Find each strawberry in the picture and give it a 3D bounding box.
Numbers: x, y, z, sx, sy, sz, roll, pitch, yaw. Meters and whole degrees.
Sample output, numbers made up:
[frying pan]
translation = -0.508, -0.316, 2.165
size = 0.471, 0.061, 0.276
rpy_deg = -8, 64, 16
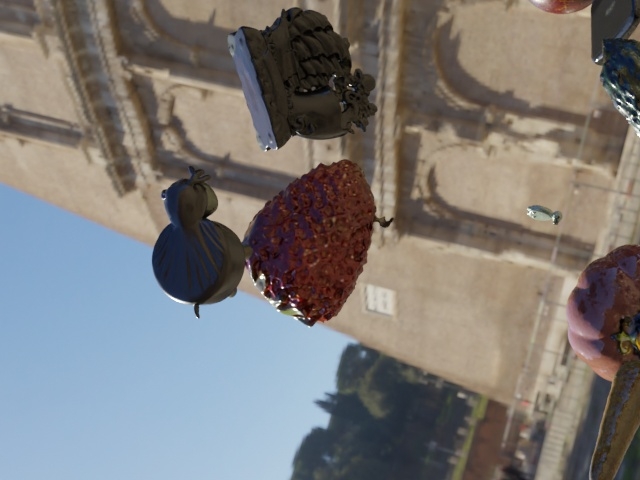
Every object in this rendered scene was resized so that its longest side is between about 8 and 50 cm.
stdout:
[strawberry]
translation = 0.002, 0.002, 1.966
size = 0.343, 0.292, 0.292
rpy_deg = -45, -16, -1

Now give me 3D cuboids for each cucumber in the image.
[cucumber]
translation = 0.448, -0.106, 1.096
size = 0.096, 0.359, 0.096
rpy_deg = -39, -16, -13

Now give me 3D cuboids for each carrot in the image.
[carrot]
translation = 0.496, 0.321, 1.578
size = 0.298, 0.078, 0.078
rpy_deg = -52, -26, -38

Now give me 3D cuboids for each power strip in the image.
[power strip]
translation = 0.526, -0.057, 2.212
size = 0.055, 0.083, 0.035
rpy_deg = 70, -143, -58

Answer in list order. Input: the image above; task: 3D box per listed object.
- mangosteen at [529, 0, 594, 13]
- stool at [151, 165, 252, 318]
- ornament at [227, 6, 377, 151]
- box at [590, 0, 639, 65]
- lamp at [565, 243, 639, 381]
[mangosteen]
translation = 0.552, -0.598, 2.035
size = 0.215, 0.257, 0.215
rpy_deg = -10, -74, -37
[stool]
translation = -0.173, 0.003, 1.358
size = 0.121, 0.125, 0.217
rpy_deg = -1, -98, -69
[ornament]
translation = -0.013, -0.291, 1.662
size = 0.260, 0.106, 0.251
rpy_deg = -22, -79, -24
[box]
translation = 0.429, -0.329, 1.356
size = 0.126, 0.027, 0.125
rpy_deg = 119, 162, -61
[lamp]
translation = 0.666, 0.161, 1.948
size = 0.239, 0.305, 0.305
rpy_deg = -114, 32, -71
